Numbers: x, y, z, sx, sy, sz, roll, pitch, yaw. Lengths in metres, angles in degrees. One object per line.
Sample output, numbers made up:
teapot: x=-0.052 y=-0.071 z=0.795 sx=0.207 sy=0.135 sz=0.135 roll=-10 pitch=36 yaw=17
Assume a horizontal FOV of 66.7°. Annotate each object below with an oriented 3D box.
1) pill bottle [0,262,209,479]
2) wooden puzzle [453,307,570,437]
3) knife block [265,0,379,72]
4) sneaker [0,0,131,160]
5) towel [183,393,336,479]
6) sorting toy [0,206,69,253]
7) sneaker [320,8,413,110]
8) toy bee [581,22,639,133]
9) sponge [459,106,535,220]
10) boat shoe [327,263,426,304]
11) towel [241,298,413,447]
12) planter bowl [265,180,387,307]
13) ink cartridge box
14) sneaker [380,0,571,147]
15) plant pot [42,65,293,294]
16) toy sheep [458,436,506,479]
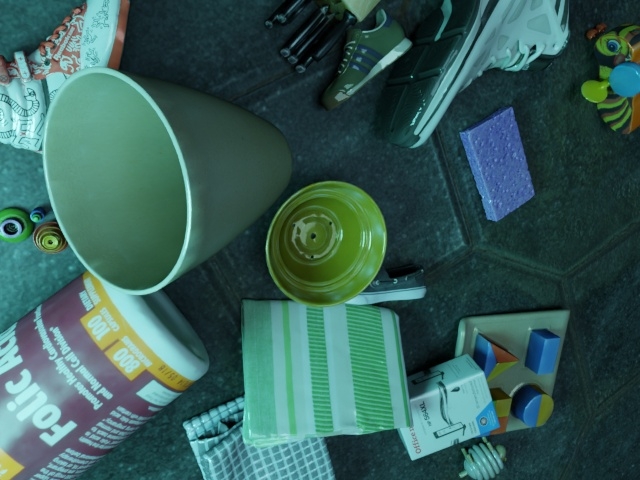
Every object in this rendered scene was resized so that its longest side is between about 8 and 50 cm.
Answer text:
pill bottle: x=-0.375 y=0.218 z=0.673 sx=0.392 sy=0.224 sz=0.224 roll=-39 pitch=117 yaw=-10
wooden puzzle: x=0.457 y=0.329 z=1.156 sx=0.348 sy=0.080 sz=0.322 roll=-2 pitch=106 yaw=-23
knife block: x=0.053 y=-0.390 z=0.763 sx=0.276 sy=0.088 sz=0.242 roll=-7 pitch=109 yaw=-22
sneaker: x=-0.339 y=-0.240 z=0.632 sx=0.145 sy=0.090 sz=0.270 roll=9 pitch=104 yaw=-28
towel: x=-0.099 y=0.423 z=0.914 sx=0.235 sy=0.121 sz=0.283 roll=-19 pitch=112 yaw=-19
sorting toy: x=-0.410 y=-0.015 z=0.692 sx=0.102 sy=0.042 sz=0.061 roll=18 pitch=97 yaw=-27
sneaker: x=0.059 y=-0.305 z=0.809 sx=0.192 sy=0.064 sz=0.086 roll=-41 pitch=109 yaw=-9
toy bee: x=0.632 y=-0.379 z=1.007 sx=0.195 sy=0.162 sz=0.298 roll=-18 pitch=136 yaw=-27
sponge: x=0.368 y=-0.155 z=1.003 sx=0.117 sy=0.031 sz=0.210 roll=-33 pitch=115 yaw=-12
boat shoe: x=0.109 y=0.075 z=0.931 sx=0.229 sy=0.080 sz=0.076 roll=0 pitch=97 yaw=-24
towel: x=0.015 y=0.234 z=0.896 sx=0.325 sy=0.038 sz=0.247 roll=4 pitch=69 yaw=-24
planter bowl: x=0.000 y=0.000 z=0.849 sx=0.217 sy=0.090 sz=0.217 roll=-5 pitch=103 yaw=-19
ink cartridge box: x=0.255 y=0.354 z=1.037 sx=0.203 sy=0.086 sz=0.148 roll=-21 pitch=106 yaw=-2
sneaker: x=0.302 y=-0.321 z=0.847 sx=0.257 sy=0.169 sz=0.447 roll=28 pitch=90 yaw=-26
plant pot: x=-0.167 y=-0.094 z=0.656 sx=0.274 sy=0.256 sz=0.256 roll=-26 pitch=120 yaw=-55
toy sheep: x=0.394 y=0.539 z=1.189 sx=0.132 sy=0.091 sz=0.091 roll=-28 pitch=115 yaw=1
